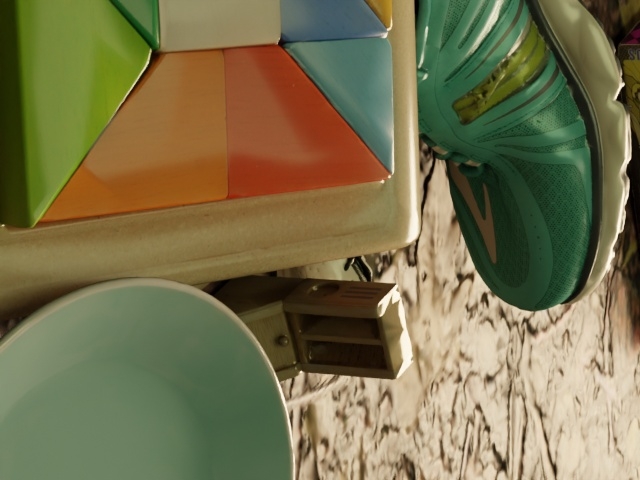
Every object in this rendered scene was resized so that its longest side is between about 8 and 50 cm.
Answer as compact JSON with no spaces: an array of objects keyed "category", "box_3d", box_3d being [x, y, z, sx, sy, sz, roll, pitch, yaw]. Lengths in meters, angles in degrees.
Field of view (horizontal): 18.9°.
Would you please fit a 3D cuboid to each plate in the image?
[{"category":"plate","box_3d":[-0.077,0.103,0.639,0.188,0.024,0.188,-17,113,-46]}]

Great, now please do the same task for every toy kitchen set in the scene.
[{"category":"toy kitchen set","box_3d":[-0.023,0.031,0.696,0.083,0.075,0.068,-43,128,-49]}]

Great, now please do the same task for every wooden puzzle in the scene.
[{"category":"wooden puzzle","box_3d":[-0.041,-0.093,0.641,0.239,0.044,0.221,-11,103,-45]}]

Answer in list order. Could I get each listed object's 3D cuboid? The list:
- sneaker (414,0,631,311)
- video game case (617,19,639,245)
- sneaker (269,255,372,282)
[{"category":"sneaker","box_3d":[0.051,-0.083,0.818,0.110,0.107,0.275,-36,121,-29]},{"category":"video game case","box_3d":[0.251,-0.072,1.185,0.232,0.042,0.210,-45,131,-49]},{"category":"sneaker","box_3d":[0.000,0.000,0.765,0.040,0.044,0.109,-38,123,-50]}]
